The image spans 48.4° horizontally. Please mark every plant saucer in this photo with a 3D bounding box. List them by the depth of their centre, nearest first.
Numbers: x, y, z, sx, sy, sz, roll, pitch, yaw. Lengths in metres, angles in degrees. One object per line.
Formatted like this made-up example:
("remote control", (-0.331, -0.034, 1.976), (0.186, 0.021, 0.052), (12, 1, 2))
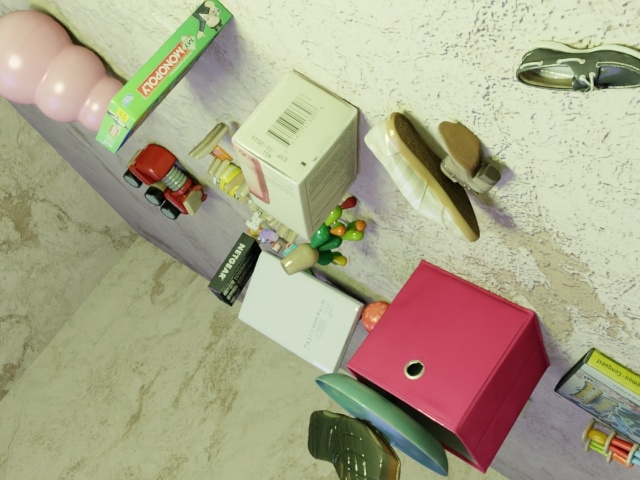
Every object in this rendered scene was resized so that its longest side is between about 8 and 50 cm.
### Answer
("plant saucer", (0.127, 0.356, 1.417), (0.318, 0.043, 0.317), (34, 165, 10))

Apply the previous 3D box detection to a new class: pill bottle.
("pill bottle", (-0.182, -0.125, 1.629), (0.116, 0.065, 0.065), (33, 165, 13))

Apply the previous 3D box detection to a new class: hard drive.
("hard drive", (-0.057, 0.189, 1.891), (0.319, 0.210, 0.040), (28, -162, 24))

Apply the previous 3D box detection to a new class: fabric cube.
("fabric cube", (0.253, 0.240, 1.363), (0.254, 0.258, 0.259), (27, 163, 36))

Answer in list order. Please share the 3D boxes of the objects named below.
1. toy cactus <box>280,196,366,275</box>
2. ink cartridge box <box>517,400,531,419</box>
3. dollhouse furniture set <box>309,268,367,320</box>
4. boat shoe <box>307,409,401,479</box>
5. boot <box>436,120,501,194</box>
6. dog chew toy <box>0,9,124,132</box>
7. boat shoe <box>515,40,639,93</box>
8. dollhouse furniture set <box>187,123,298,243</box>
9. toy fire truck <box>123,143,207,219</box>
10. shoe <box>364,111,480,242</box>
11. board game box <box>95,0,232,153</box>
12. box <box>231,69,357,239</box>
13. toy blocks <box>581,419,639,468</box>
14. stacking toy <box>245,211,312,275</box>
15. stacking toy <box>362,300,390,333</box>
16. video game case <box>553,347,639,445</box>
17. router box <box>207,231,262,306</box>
("toy cactus", (0.000, 0.000, 1.397), (0.112, 0.180, 0.219), (55, 164, 14))
("ink cartridge box", (0.432, 0.365, 1.727), (0.135, 0.056, 0.099), (46, 163, -30))
("dollhouse furniture set", (-0.024, 0.212, 2.035), (0.302, 0.197, 0.151), (31, 162, 24))
("boat shoe", (0.081, 0.399, 1.387), (0.120, 0.122, 0.324), (10, 178, -21))
("boot", (0.177, -0.103, 0.913), (0.118, 0.042, 0.087), (44, 169, -12))
("dog chew toy", (-0.576, -0.360, 1.585), (0.332, 0.206, 0.206), (32, 167, -12))
("boat shoe", (0.233, -0.150, 0.634), (0.125, 0.038, 0.046), (25, 161, 40))
("dollhouse furniture set", (-0.107, -0.126, 1.407), (0.262, 0.135, 0.259), (42, 176, -19))
("toy fire truck", (-0.402, -0.152, 1.937), (0.246, 0.158, 0.217), (-3, 138, 51))
("shoe", (0.143, -0.078, 0.972), (0.058, 0.076, 0.219), (-29, 111, 32))
("board game box", (-0.260, -0.250, 1.129), (0.046, 0.213, 0.317), (41, 165, -16))
("box", (-0.032, -0.125, 1.110), (0.127, 0.148, 0.232), (34, 165, 13))
("toy blocks", (0.641, 0.453, 1.518), (0.148, 0.054, 0.123), (25, 161, 38))
("stacking toy", (-0.105, 0.010, 1.910), (0.221, 0.052, 0.167), (34, 167, 4))
("stacking toy", (0.186, 0.271, 1.896), (0.141, 0.141, 0.330), (25, 156, 39))
("video game case", (0.563, 0.305, 1.281), (0.248, 0.035, 0.275), (32, 165, 18))
("router box", (-0.228, 0.080, 1.949), (0.046, 0.179, 0.133), (27, 165, 16))
